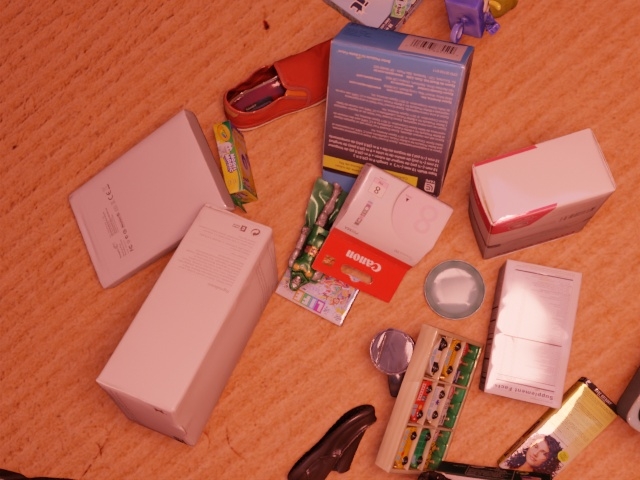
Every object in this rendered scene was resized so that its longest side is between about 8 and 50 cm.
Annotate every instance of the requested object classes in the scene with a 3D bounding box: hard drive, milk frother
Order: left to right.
[{"bbox_3d":[-0.363,-0.082,1.388,0.353,0.047,0.233,-31,75,22],"label":"hard drive"},{"bbox_3d":[0.176,0.220,1.252,0.143,0.135,0.129,-23,78,5],"label":"milk frother"}]

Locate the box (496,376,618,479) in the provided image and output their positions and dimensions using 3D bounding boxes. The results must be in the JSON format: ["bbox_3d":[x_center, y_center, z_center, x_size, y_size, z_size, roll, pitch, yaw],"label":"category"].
[{"bbox_3d":[0.440,0.363,1.223,0.232,0.058,0.087,-46,76,-1],"label":"box"}]

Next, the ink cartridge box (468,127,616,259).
[{"bbox_3d":[0.380,-0.071,1.191,0.207,0.283,0.117,-17,75,6],"label":"ink cartridge box"}]

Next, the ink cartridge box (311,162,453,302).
[{"bbox_3d":[0.119,-0.006,1.280,0.189,0.066,0.232,26,95,-14],"label":"ink cartridge box"}]

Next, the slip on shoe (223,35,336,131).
[{"bbox_3d":[-0.060,-0.340,1.404,0.331,0.101,0.123,-26,76,3],"label":"slip on shoe"}]

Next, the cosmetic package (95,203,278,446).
[{"bbox_3d":[-0.225,0.156,1.225,0.156,0.217,0.385,20,58,13],"label":"cosmetic package"}]

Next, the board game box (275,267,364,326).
[{"bbox_3d":[-0.002,0.096,1.358,0.154,0.026,0.103,26,86,13],"label":"board game box"}]

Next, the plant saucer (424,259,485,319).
[{"bbox_3d":[0.267,0.098,1.315,0.119,0.021,0.119,-2,80,9],"label":"plant saucer"}]

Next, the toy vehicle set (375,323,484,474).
[{"bbox_3d":[0.205,0.297,1.216,0.035,0.166,0.267,17,87,46],"label":"toy vehicle set"}]

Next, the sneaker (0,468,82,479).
[{"bbox_3d":[-0.583,0.622,1.323,0.447,0.169,0.258,5,90,18],"label":"sneaker"}]

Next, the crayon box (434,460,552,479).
[{"bbox_3d":[0.303,0.570,1.170,0.202,0.081,0.319,1,88,21],"label":"crayon box"}]

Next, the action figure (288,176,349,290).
[{"bbox_3d":[0.000,0.000,1.334,0.137,0.063,0.232,27,86,10],"label":"action figure"}]

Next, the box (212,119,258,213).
[{"bbox_3d":[-0.176,-0.151,1.389,0.043,0.105,0.179,-13,79,8],"label":"box"}]

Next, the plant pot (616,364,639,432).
[{"bbox_3d":[0.650,0.257,1.105,0.247,0.252,0.247,32,86,13],"label":"plant pot"}]

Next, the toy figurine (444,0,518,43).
[{"bbox_3d":[0.262,-0.459,1.235,0.191,0.362,0.217,14,81,18],"label":"toy figurine"}]

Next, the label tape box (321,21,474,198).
[{"bbox_3d":[0.140,-0.225,1.300,0.249,0.348,0.115,15,42,13],"label":"label tape box"}]

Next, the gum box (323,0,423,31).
[{"bbox_3d":[0.120,-0.540,1.436,0.184,0.041,0.157,39,89,14],"label":"gum box"}]

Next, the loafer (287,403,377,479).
[{"bbox_3d":[0.035,0.407,1.282,0.220,0.080,0.078,-44,86,5],"label":"loafer"}]

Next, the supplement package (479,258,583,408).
[{"bbox_3d":[0.384,0.173,1.225,0.139,0.134,0.244,11,82,11],"label":"supplement package"}]

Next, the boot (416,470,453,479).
[{"bbox_3d":[0.122,0.500,1.149,0.348,0.131,0.260,28,114,27],"label":"boot"}]
